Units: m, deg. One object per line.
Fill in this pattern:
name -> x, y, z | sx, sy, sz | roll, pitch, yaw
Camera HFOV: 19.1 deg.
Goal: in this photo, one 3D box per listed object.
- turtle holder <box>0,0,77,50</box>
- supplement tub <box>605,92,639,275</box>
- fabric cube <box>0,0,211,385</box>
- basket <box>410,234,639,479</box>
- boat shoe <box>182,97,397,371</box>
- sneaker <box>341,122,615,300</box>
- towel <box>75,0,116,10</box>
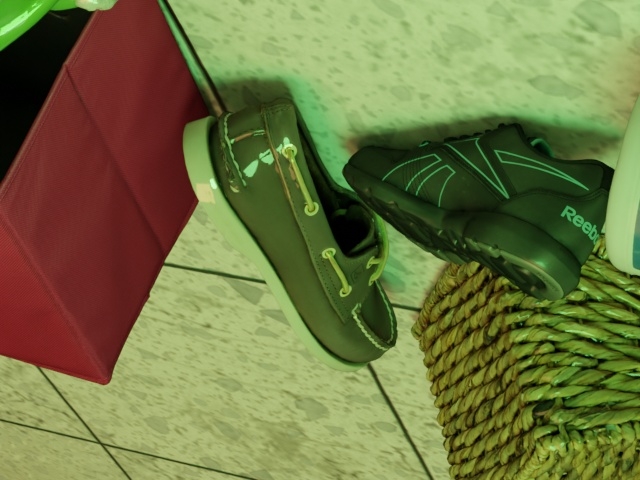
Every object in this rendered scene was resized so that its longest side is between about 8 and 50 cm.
turtle holder -> -0.267, -0.220, 1.146 | 0.243, 0.320, 0.227 | 26, 177, 15
supplement tub -> 0.302, -0.027, 1.253 | 0.199, 0.144, 0.144 | 15, 152, 18
fabric cube -> -0.264, -0.075, 1.505 | 0.254, 0.259, 0.258 | 11, 150, 22
basket -> 0.226, 0.107, 1.621 | 0.213, 0.223, 0.299 | -6, 156, -13
boat shoe -> 0.000, 0.000, 1.593 | 0.096, 0.117, 0.324 | -20, 136, 16
sneaker -> 0.123, -0.035, 1.452 | 0.267, 0.106, 0.101 | 24, 167, 50
towel -> -0.180, -0.330, 0.965 | 0.317, 0.332, 0.053 | 26, -165, 1
